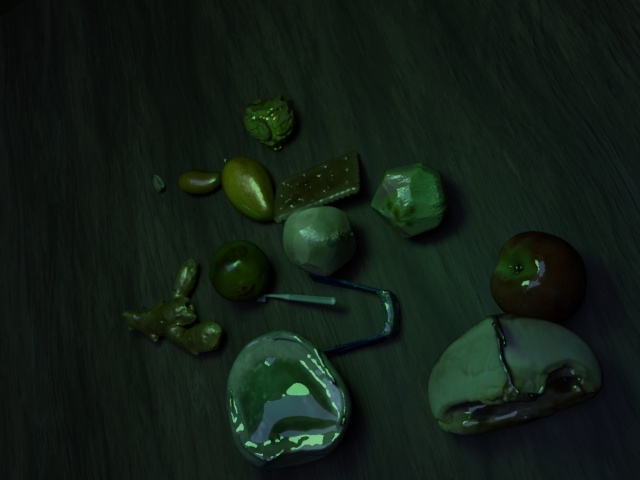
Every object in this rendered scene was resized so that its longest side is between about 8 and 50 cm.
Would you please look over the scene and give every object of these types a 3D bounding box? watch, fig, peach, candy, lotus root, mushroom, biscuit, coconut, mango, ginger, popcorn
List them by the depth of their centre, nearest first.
[{"bbox_3d":[0.476,0.369,1.478,0.397,0.314,0.224,-54,39,47],"label":"mushroom"},{"bbox_3d":[0.580,0.104,1.489,0.253,0.252,0.252,-7,72,24],"label":"peach"},{"bbox_3d":[0.267,-0.126,1.719,0.236,0.235,0.204,-17,34,20],"label":"coconut"},{"bbox_3d":[-0.110,0.478,1.728,0.386,0.186,0.426,-30,62,6],"label":"candy"},{"bbox_3d":[0.002,0.000,1.779,0.230,0.227,0.227,14,80,63],"label":"coconut"},{"bbox_3d":[0.107,0.205,1.782,0.275,0.068,0.276,-19,68,25],"label":"watch"},{"bbox_3d":[-0.276,0.088,1.914,0.207,0.207,0.230,-25,57,17],"label":"fig"},{"bbox_3d":[-0.016,-0.185,1.916,0.325,0.044,0.217,-19,45,20],"label":"biscuit"},{"bbox_3d":[-0.525,0.297,2.034,0.348,0.122,0.363,-37,69,14],"label":"ginger"},{"bbox_3d":[-0.256,-0.188,2.040,0.176,0.119,0.316,-38,72,8],"label":"mango"},{"bbox_3d":[-0.178,-0.440,2.043,0.186,0.167,0.187,-35,60,12],"label":"popcorn"},{"bbox_3d":[-0.457,-0.224,2.162,0.184,0.085,0.102,0,71,15],"label":"mango"},{"bbox_3d":[-0.653,-0.227,2.284,0.083,0.030,0.037,55,132,30],"label":"lotus root"}]

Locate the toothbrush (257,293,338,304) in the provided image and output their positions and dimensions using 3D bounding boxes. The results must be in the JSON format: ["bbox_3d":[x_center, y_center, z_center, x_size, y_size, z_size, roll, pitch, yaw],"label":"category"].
[{"bbox_3d":[-0.084,0.192,1.852,0.342,0.025,0.030,-3,80,38],"label":"toothbrush"}]
